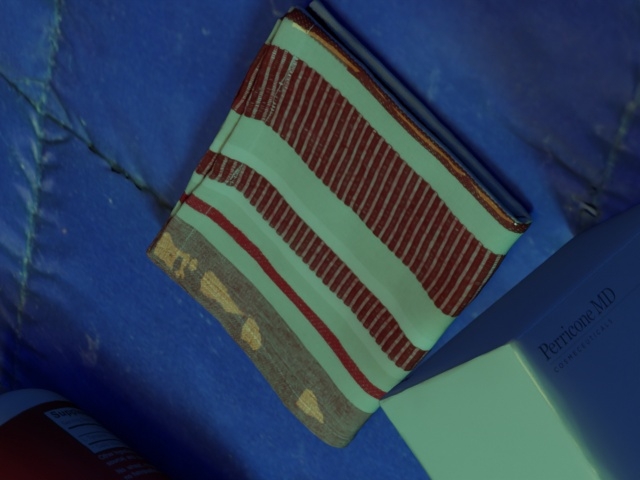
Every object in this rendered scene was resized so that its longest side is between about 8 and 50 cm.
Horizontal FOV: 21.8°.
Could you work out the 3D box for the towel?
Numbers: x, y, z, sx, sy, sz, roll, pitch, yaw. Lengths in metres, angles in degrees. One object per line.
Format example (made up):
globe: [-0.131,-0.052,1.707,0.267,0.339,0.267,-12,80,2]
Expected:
towel: [0.000,0.000,1.270,0.237,0.037,0.329,46,139,10]

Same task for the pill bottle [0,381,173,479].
pill bottle: [-0.246,0.287,1.557,0.407,0.229,0.229,33,136,23]

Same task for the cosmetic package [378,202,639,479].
cosmetic package: [0.198,0.116,1.009,0.225,0.224,0.138,55,141,-1]
